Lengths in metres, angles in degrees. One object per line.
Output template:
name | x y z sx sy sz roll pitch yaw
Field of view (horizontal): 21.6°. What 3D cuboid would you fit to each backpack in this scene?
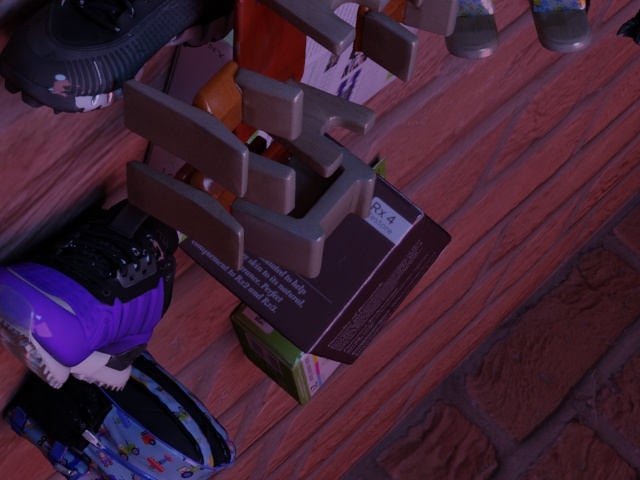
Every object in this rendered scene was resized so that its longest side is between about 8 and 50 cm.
backpack | -0.168 0.170 1.486 0.117 0.173 0.158 -53 167 8

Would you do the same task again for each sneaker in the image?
sneaker | -0.178 0.027 1.272 0.146 0.102 0.293 -55 171 -1
sneaker | -0.114 -0.156 1.037 0.234 0.078 0.106 -38 159 -53

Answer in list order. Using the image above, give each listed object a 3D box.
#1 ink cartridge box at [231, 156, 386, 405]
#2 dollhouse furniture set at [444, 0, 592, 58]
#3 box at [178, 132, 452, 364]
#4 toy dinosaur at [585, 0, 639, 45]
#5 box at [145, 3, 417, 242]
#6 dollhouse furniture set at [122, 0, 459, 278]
ink cartridge box | 0.023 0.049 1.934 0.255 0.097 0.189 -47 166 -11
dollhouse furniture set | 0.201 -0.239 1.265 0.161 0.242 0.212 -93 178 -52
box | 0.000 0.000 1.585 0.167 0.168 0.203 -51 166 3
toy dinosaur | 0.366 -0.345 1.922 0.322 0.164 0.218 3 111 -47
box | -0.011 -0.159 1.383 0.322 0.058 0.232 -41 163 -39
dollhouse furniture set | -0.034 -0.099 1.128 0.262 0.135 0.259 -49 160 -31
